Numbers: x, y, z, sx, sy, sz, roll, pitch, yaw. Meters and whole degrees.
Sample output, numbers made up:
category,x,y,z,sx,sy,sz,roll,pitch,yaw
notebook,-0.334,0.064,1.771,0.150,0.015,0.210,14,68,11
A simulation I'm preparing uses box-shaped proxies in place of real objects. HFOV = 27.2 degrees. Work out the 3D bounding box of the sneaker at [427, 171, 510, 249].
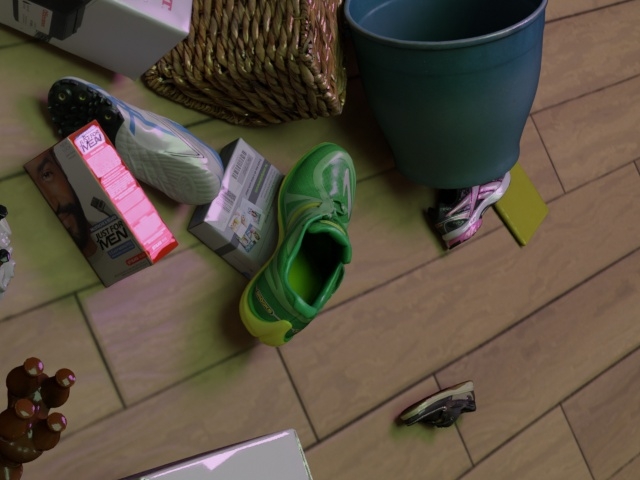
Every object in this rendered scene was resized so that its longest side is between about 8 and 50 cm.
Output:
category,x,y,z,sx,sy,sz,roll,pitch,yaw
sneaker,0.218,-0.072,1.959,0.077,0.072,0.178,48,48,-14

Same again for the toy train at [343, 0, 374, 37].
category,x,y,z,sx,sy,sz,roll,pitch,yaw
toy train,0.075,-0.361,1.944,0.105,0.080,0.184,46,46,-29

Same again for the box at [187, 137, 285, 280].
category,x,y,z,sx,sy,sz,roll,pitch,yaw
box,-0.068,-0.018,1.677,0.186,0.038,0.145,39,50,-25

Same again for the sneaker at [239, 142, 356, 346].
category,x,y,z,sx,sy,sz,roll,pitch,yaw
sneaker,0.000,0.000,1.617,0.109,0.123,0.295,38,50,-26

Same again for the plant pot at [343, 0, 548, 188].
category,x,y,z,sx,sy,sz,roll,pitch,yaw
plant pot,0.179,-0.221,1.833,0.271,0.272,0.255,-50,142,-44

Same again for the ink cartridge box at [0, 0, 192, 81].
category,x,y,z,sx,sy,sz,roll,pitch,yaw
ink cartridge box,-0.299,-0.354,1.514,0.308,0.129,0.223,21,58,-32

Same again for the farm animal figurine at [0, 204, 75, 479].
category,x,y,z,sx,sy,sz,roll,pitch,yaw
farm animal figurine,-0.411,0.130,1.191,0.330,0.172,0.326,-4,63,-38

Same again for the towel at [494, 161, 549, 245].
category,x,y,z,sx,sy,sz,roll,pitch,yaw
towel,0.272,-0.110,2.071,0.237,0.021,0.102,54,49,-14

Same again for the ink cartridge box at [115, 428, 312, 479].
category,x,y,z,sx,sy,sz,roll,pitch,yaw
ink cartridge box,-0.160,0.280,1.279,0.198,0.273,0.114,-11,80,-47

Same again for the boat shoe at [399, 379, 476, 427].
category,x,y,z,sx,sy,sz,roll,pitch,yaw
boat shoe,0.166,0.228,1.787,0.152,0.056,0.049,-16,79,-47

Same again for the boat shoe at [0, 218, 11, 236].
category,x,y,z,sx,sy,sz,roll,pitch,yaw
boat shoe,-0.444,-0.095,1.319,0.099,0.116,0.319,-43,118,-1

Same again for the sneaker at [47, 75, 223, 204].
category,x,y,z,sx,sy,sz,roll,pitch,yaw
sneaker,-0.218,-0.121,1.554,0.237,0.085,0.086,32,26,-27

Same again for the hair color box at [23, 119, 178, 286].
category,x,y,z,sx,sy,sz,roll,pitch,yaw
hair color box,-0.244,-0.039,1.471,0.167,0.093,0.053,57,43,-8

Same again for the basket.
category,x,y,z,sx,sy,sz,roll,pitch,yaw
basket,-0.092,-0.300,1.738,0.213,0.223,0.299,53,31,-64
